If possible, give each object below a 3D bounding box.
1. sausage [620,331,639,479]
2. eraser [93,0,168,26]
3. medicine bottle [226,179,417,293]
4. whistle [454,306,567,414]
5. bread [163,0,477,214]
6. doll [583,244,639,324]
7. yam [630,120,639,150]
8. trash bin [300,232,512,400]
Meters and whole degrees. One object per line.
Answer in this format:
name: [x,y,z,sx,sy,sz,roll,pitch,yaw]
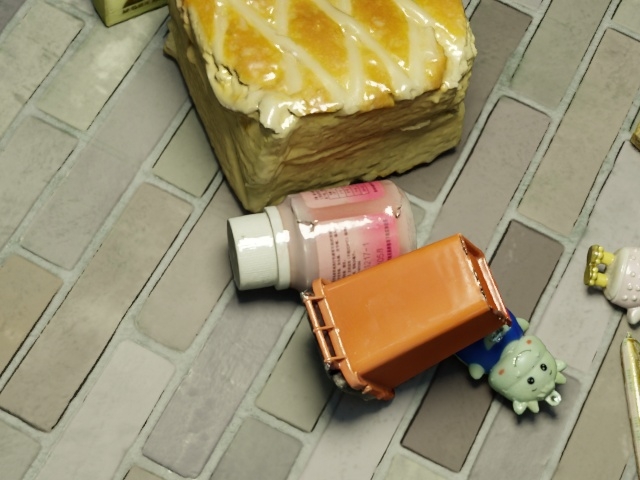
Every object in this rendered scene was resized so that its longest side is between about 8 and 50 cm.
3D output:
sausage: [0.438,0.250,1.688,0.033,0.033,0.269,0,64,-6]
eraser: [-0.260,-0.401,1.879,0.172,0.117,0.058,-25,69,-17]
medicine bottle: [0.000,0.000,1.702,0.247,0.147,0.147,-9,66,-9]
whistle: [0.234,0.138,1.688,0.110,0.092,0.244,-43,76,-11]
bread: [-0.008,-0.277,1.763,0.371,0.279,0.390,-17,65,-15]
doll: [0.474,0.061,1.757,0.207,0.081,0.129,14,83,-1]
yam: [0.617,-0.072,1.836,0.356,0.081,0.081,38,67,12]
trash bin: [0.109,0.093,1.604,0.238,0.184,0.161,-27,66,17]
